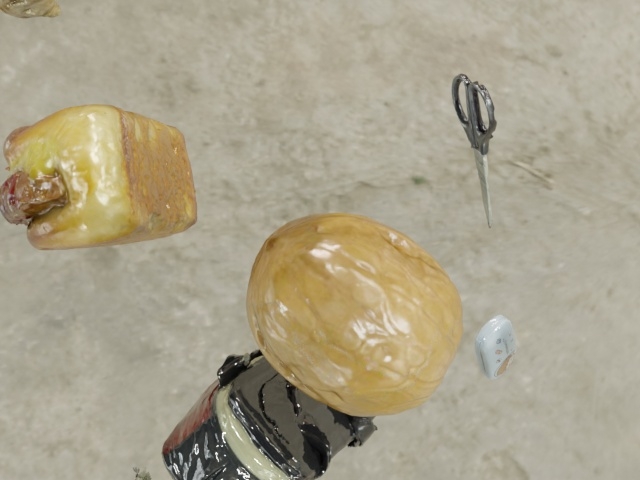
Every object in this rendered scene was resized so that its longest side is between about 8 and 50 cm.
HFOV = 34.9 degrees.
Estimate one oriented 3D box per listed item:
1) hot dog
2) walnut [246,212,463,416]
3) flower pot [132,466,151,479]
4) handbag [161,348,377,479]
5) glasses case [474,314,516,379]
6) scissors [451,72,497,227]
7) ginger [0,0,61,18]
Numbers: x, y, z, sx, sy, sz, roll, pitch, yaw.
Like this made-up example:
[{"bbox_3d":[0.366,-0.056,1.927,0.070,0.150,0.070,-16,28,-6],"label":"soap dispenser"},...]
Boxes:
[{"bbox_3d":[-0.327,-0.082,1.449,0.223,0.405,0.185,-7,91,7],"label":"hot dog"},{"bbox_3d":[0.030,0.069,1.006,0.221,0.195,0.195,39,106,-14],"label":"walnut"},{"bbox_3d":[-0.178,0.491,1.476,0.259,0.290,0.290,14,98,-10],"label":"flower pot"},{"bbox_3d":[-0.055,0.216,1.235,0.181,0.254,0.181,-43,80,29],"label":"handbag"},{"bbox_3d":[0.297,0.183,1.726,0.067,0.178,0.045,-44,60,-12],"label":"glasses case"},{"bbox_3d":[0.269,-0.139,1.702,0.022,0.300,0.109,-27,38,-14],"label":"scissors"},{"bbox_3d":[-0.249,-0.228,0.774,0.089,0.288,0.075,36,83,0],"label":"ginger"}]
